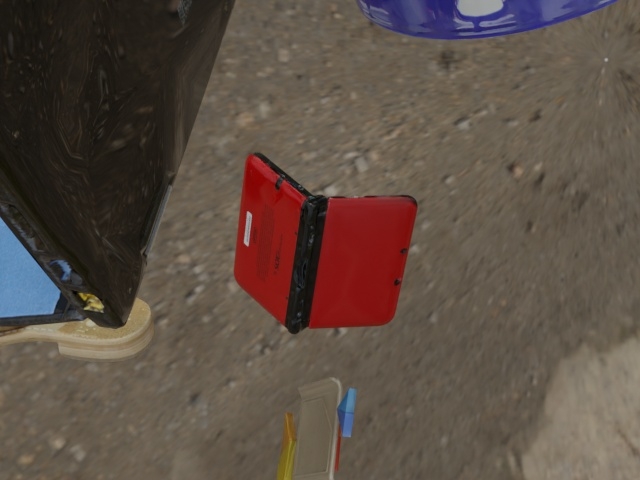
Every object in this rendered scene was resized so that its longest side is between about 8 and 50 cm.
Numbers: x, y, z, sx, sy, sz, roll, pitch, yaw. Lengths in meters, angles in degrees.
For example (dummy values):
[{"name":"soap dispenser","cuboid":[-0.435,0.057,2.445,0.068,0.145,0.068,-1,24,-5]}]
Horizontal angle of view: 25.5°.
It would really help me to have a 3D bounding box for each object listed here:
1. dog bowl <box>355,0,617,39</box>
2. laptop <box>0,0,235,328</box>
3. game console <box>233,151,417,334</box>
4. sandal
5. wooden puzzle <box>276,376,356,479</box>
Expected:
[{"name":"dog bowl","cuboid":[0.137,-0.253,1.025,0.265,0.265,0.104,-11,122,13]},{"name":"laptop","cuboid":[-0.137,-0.181,0.543,0.236,0.408,0.382,10,68,13]},{"name":"game console","cuboid":[0.000,0.000,1.172,0.124,0.085,0.144,40,139,32]},{"name":"sandal","cuboid":[-0.250,0.039,1.105,0.240,0.088,0.079,3,127,12]},{"name":"wooden puzzle","cuboid":[-0.001,0.130,0.937,0.014,0.116,0.079,7,82,-21]}]
